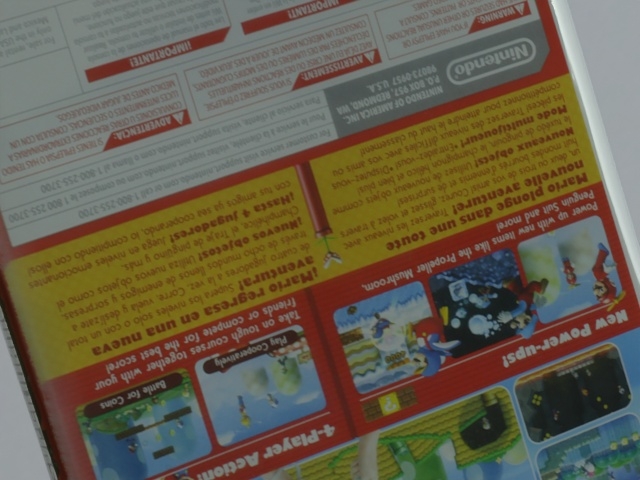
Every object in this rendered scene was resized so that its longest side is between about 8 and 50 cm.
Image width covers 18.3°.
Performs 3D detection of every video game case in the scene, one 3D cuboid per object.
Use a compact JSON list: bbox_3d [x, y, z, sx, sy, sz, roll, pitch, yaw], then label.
[{"bbox_3d":[0.000,0.000,0.613,0.025,0.204,0.285,-5,-77,69],"label":"video game case"}]
